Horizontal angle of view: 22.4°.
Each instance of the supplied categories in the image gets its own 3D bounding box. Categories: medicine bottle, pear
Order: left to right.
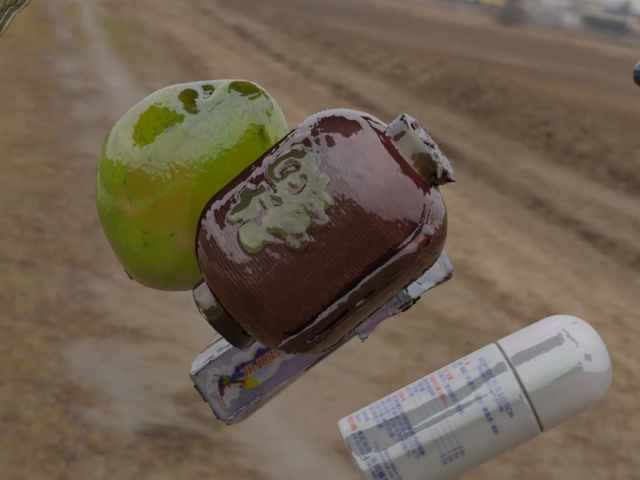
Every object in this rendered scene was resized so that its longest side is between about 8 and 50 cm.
[{"bbox_3d":[-0.116,-0.061,1.520,0.188,0.219,0.187,13,44,-13],"label":"pear"},{"bbox_3d":[0.198,0.204,1.994,0.341,0.130,0.130,-27,11,0],"label":"medicine bottle"}]

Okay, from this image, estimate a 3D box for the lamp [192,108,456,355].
[{"bbox_3d":[0.000,0.000,1.379,0.180,0.258,0.180,46,12,-13],"label":"lamp"}]

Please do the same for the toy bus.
[{"bbox_3d":[-0.005,0.091,1.852,0.112,0.317,0.138,53,26,-1],"label":"toy bus"}]

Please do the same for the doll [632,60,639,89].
[{"bbox_3d":[0.439,-0.211,2.163,0.027,0.037,0.125,14,-6,23],"label":"doll"}]

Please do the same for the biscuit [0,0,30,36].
[{"bbox_3d":[-0.292,-0.244,1.373,0.036,0.187,0.273,28,-25,5],"label":"biscuit"}]
